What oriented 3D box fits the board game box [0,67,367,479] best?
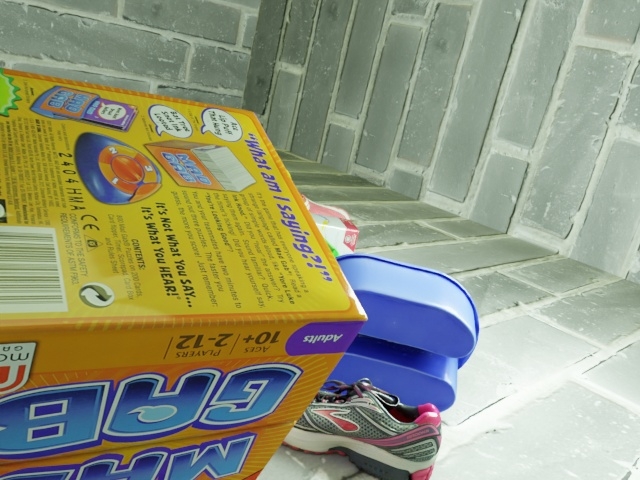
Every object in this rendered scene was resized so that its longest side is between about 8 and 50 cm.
[{"bbox_3d":[-0.235,0.072,0.701,0.356,0.356,0.357,3,42,-33],"label":"board game box"}]

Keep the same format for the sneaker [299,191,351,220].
[{"bbox_3d":[-0.051,-0.086,2.059,0.313,0.116,0.136,14,17,0],"label":"sneaker"}]

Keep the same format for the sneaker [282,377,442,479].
[{"bbox_3d":[0.035,0.257,0.938,0.299,0.112,0.121,16,16,10],"label":"sneaker"}]

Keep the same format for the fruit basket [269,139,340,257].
[{"bbox_3d":[-0.141,-0.078,1.385,0.283,0.392,0.392,-3,22,-46],"label":"fruit basket"}]

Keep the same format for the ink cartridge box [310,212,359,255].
[{"bbox_3d":[0.000,0.000,1.772,0.176,0.128,0.127,10,16,-14],"label":"ink cartridge box"}]

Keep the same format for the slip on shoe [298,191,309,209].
[{"bbox_3d":[-0.177,-0.094,1.793,0.331,0.101,0.123,-11,28,41],"label":"slip on shoe"}]

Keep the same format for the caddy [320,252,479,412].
[{"bbox_3d":[0.118,0.160,1.113,0.341,0.241,0.179,14,20,1],"label":"caddy"}]
